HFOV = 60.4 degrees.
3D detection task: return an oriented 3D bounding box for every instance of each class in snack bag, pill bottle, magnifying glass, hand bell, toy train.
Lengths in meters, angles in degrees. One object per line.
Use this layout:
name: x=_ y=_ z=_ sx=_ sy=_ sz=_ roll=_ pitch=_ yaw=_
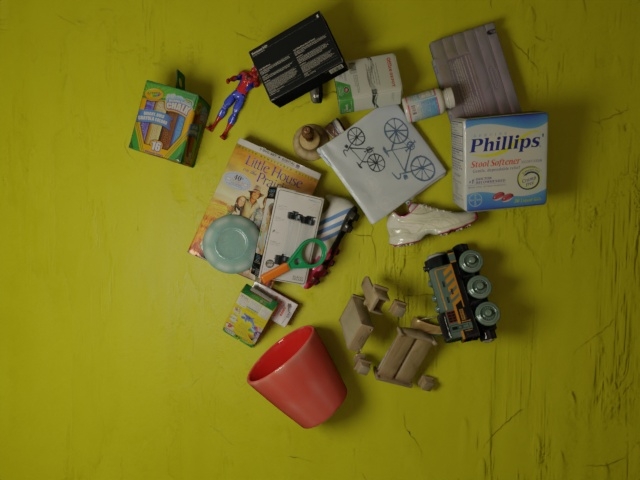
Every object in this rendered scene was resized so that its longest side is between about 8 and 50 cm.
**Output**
snack bag: x=0.207 y=-0.257 z=1.814 sx=0.342 sy=0.037 sz=0.323 roll=-37 pitch=92 yaw=-15
pill bottle: x=0.350 y=-0.442 z=1.783 sx=0.160 sy=0.087 sz=0.087 roll=-14 pitch=91 yaw=11
magnifying glass: x=-0.082 y=0.069 z=1.715 sx=0.231 sy=0.026 sz=0.092 roll=-28 pitch=106 yaw=-20
hand bell: x=-0.035 y=-0.331 z=1.761 sx=0.126 sy=0.242 sz=0.126 roll=0 pitch=92 yaw=1
toy train: x=0.456 y=0.176 z=1.784 sx=0.190 sy=0.142 sz=0.334 roll=-15 pitch=72 yaw=5

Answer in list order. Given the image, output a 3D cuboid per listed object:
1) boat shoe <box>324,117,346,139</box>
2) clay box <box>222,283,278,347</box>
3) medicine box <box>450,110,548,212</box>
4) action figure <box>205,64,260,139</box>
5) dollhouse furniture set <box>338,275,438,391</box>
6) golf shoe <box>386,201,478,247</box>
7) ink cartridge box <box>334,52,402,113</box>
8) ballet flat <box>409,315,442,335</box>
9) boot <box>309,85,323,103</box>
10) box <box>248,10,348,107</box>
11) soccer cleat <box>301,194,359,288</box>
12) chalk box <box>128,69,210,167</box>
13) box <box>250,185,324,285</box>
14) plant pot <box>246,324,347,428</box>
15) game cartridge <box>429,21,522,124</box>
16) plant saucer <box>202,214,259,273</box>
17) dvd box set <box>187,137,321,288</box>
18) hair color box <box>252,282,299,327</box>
boat shoe: x=0.078 y=-0.318 z=1.852 sx=0.066 sy=0.066 sz=0.183 roll=-30 pitch=91 yaw=18
clay box: x=-0.239 y=0.257 z=1.842 sx=0.127 sy=0.053 sz=0.222 roll=31 pitch=130 yaw=1
medicine box: x=0.566 y=-0.255 z=1.754 sx=0.263 sy=0.149 sz=0.289 roll=-6 pitch=106 yaw=-1
action figure: x=-0.283 y=-0.479 z=1.823 sx=0.091 sy=0.139 sz=0.280 roll=32 pitch=90 yaw=0
dollhouse furniture set: x=0.261 y=0.302 z=1.833 sx=0.355 sy=0.174 sz=0.303 roll=18 pitch=113 yaw=-17
golf shoe: x=0.365 y=-0.072 z=1.822 sx=0.306 sy=0.115 sz=0.140 roll=-15 pitch=88 yaw=1
ink cartridge box: x=0.154 y=-0.515 z=1.805 sx=0.208 sy=0.087 sz=0.153 roll=-8 pitch=69 yaw=3
ballet flat: x=0.419 y=0.292 z=1.848 sx=0.232 sy=0.080 sz=0.073 roll=4 pitch=81 yaw=2
boot: x=-0.086 y=-0.562 z=1.847 sx=0.161 sy=0.083 sz=0.246 roll=-12 pitch=85 yaw=9
box: x=-0.069 y=-0.572 z=1.752 sx=0.261 sy=0.103 sz=0.184 roll=-25 pitch=86 yaw=13
soccer cleat: x=0.000 y=0.000 z=1.848 sx=0.143 sy=0.116 sz=0.331 roll=31 pitch=91 yaw=18
chalk box: x=-0.480 y=-0.408 z=1.807 sx=0.179 sy=0.180 sz=0.289 roll=17 pitch=93 yaw=2
box: x=-0.105 y=-0.015 z=1.755 sx=0.169 sy=0.087 sz=0.290 roll=11 pitch=91 yaw=-24
plant pot: x=-0.059 y=0.454 z=1.789 sx=0.275 sy=0.275 sz=0.243 roll=-37 pitch=98 yaw=3
game cartridge: x=0.514 y=-0.518 z=1.829 sx=0.230 sy=0.068 sz=0.355 roll=-17 pitch=91 yaw=6
plant saucer: x=-0.285 y=0.011 z=1.774 sx=0.195 sy=0.037 sz=0.195 roll=0 pitch=89 yaw=-5
dvd box set: x=-0.215 y=-0.090 z=1.833 sx=0.307 sy=0.062 sz=0.420 roll=25 pitch=86 yaw=-3
hair color box: x=-0.168 y=0.214 z=1.877 sx=0.167 sy=0.053 sz=0.093 roll=30 pitch=92 yaw=3
